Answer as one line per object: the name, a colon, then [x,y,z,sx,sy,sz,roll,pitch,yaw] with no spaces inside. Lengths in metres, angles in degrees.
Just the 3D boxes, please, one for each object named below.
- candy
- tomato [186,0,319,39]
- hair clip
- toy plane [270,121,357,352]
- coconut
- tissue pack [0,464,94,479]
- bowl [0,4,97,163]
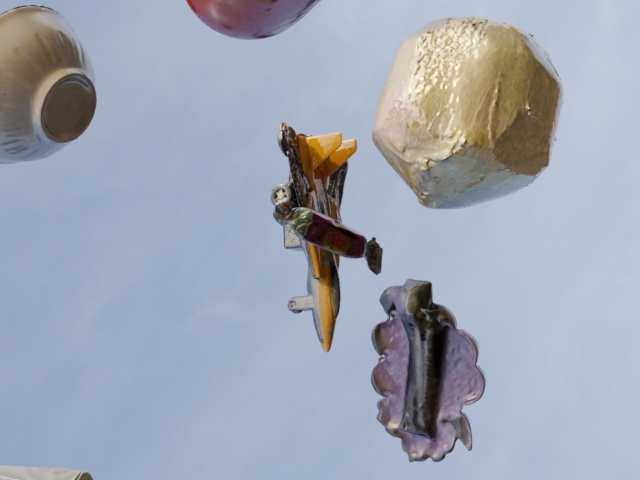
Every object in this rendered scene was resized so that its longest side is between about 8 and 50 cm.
candy: [0.015,-0.005,1.513,0.175,0.043,0.045,24,-90,-22]
tomato: [-0.044,-0.266,1.037,0.151,0.187,0.187,52,-125,-48]
hair clip: [0.102,0.134,1.163,0.052,0.124,0.196,-25,-62,-52]
toy plane: [-0.011,0.000,1.685,0.204,0.103,0.316,14,-101,-63]
coconut: [0.178,-0.146,1.435,0.227,0.227,0.231,21,-103,-37]
tissue pack: [-0.413,0.356,1.491,0.159,0.229,0.145,-63,-40,-45]
bowl: [-0.307,-0.160,1.311,0.189,0.086,0.189,-38,-39,-38]
